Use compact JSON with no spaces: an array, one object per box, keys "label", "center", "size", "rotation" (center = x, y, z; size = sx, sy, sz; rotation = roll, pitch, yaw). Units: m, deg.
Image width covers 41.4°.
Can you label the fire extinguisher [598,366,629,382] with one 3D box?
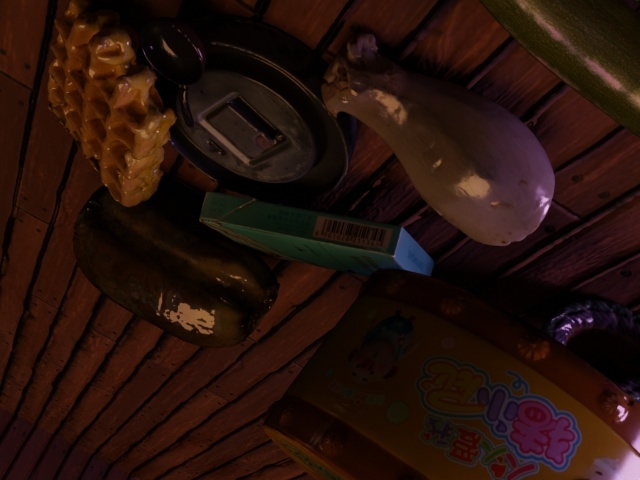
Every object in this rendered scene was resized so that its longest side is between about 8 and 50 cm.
[{"label":"fire extinguisher","center":[0.302,0.189,1.066],"size":[0.252,0.075,0.106],"rotation":[-17,102,50]}]

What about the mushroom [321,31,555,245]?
[{"label":"mushroom","center":[0.102,-0.092,0.739],"size":[0.225,0.093,0.116],"rotation":[39,122,-10]}]

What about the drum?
[{"label":"drum","center":[0.159,0.237,0.898],"size":[0.431,0.214,0.431],"rotation":[36,165,11]}]

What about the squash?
[{"label":"squash","center":[0.204,-0.137,0.613],"size":[0.318,0.080,0.071],"rotation":[37,131,-14]}]

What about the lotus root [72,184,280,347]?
[{"label":"lotus root","center":[-0.190,0.033,1.072],"size":[0.275,0.152,0.160],"rotation":[34,178,11]}]

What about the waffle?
[{"label":"waffle","center":[-0.213,-0.144,0.861],"size":[0.160,0.055,0.211],"rotation":[53,150,9]}]

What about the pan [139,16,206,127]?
[{"label":"pan","center":[-0.128,-0.157,0.783],"size":[0.068,0.023,0.115],"rotation":[17,139,23]}]

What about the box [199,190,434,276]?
[{"label":"box","center":[0.000,0.000,0.955],"size":[0.229,0.041,0.162],"rotation":[11,170,22]}]

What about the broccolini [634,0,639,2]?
[{"label":"broccolini","center":[0.286,-0.200,0.479],"size":[0.271,0.062,0.123],"rotation":[5,159,39]}]

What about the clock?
[{"label":"clock","center":[-0.069,-0.127,0.859],"size":[0.226,0.049,0.226],"rotation":[19,149,12]}]

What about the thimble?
[{"label":"thimble","center":[0.302,0.134,0.924],"size":[0.135,0.118,0.090],"rotation":[12,151,12]}]
